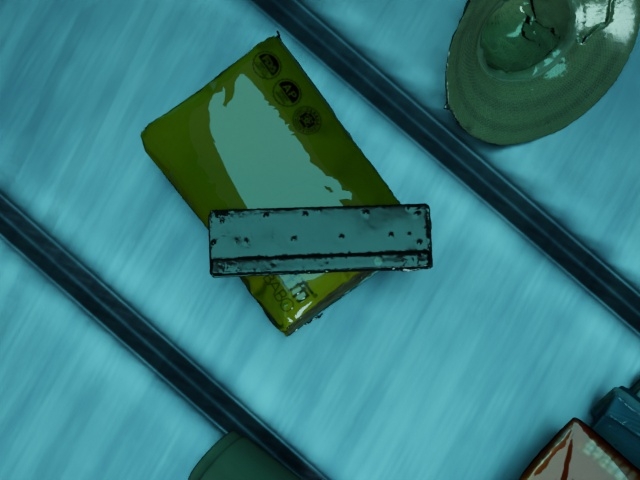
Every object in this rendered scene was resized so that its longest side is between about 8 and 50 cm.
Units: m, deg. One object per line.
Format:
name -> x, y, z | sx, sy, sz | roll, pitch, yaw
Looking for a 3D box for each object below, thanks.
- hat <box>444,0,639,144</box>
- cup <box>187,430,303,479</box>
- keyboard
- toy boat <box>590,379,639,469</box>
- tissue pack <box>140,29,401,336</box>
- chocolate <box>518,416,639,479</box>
hat -> 0.217, -0.236, 1.843 | 0.252, 0.252, 0.110 | -33, 44, -3
cup -> -0.066, 0.275, 1.803 | 0.120, 0.120, 0.141 | -45, 77, -4
keyboard -> 0.000, 0.000, 1.736 | 0.231, 0.023, 0.072 | -2, 81, -2
toy boat -> 0.406, 0.236, 1.818 | 0.238, 0.109, 0.098 | 40, 61, 8
tissue pack -> -0.042, -0.057, 1.818 | 0.192, 0.134, 0.271 | -37, 86, -3
chocolate -> 0.281, 0.346, 1.793 | 0.237, 0.108, 0.235 | 40, 91, 4
